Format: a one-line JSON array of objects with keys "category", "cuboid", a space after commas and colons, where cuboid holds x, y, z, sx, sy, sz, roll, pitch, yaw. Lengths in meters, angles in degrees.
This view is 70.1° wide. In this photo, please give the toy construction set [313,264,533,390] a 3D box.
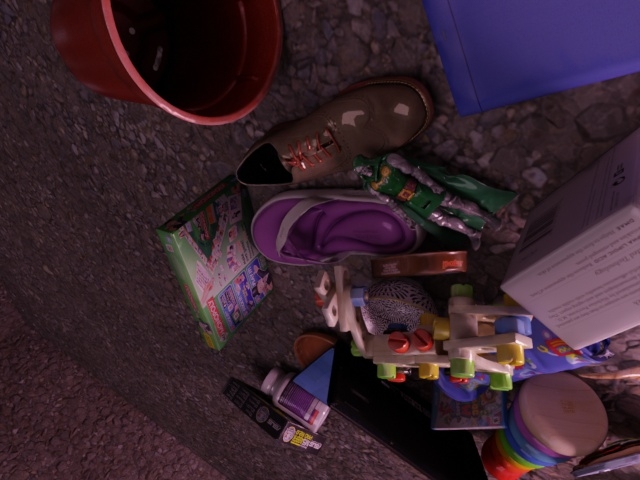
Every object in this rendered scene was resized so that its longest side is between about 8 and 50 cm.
[{"category": "toy construction set", "cuboid": [0.141, 0.137, 0.669, 0.327, 0.151, 0.215, 8, 162, 33]}]

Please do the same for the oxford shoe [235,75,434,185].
[{"category": "oxford shoe", "cuboid": [0.007, -0.142, 0.701, 0.348, 0.130, 0.123, -13, 115, 44]}]

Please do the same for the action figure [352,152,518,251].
[{"category": "action figure", "cuboid": [0.148, -0.064, 0.666, 0.232, 0.063, 0.137, 25, 129, -9]}]

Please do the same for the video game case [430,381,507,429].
[{"category": "video game case", "cuboid": [0.285, 0.303, 0.885, 0.015, 0.119, 0.166, 29, 145, -25]}]

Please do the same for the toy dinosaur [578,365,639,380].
[{"category": "toy dinosaur", "cuboid": [0.461, 0.185, 0.624, 0.211, 0.064, 0.112, 26, 107, -33]}]

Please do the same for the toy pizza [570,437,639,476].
[{"category": "toy pizza", "cuboid": [0.500, 0.340, 0.733, 0.201, 0.032, 0.201, -9, 146, -6]}]

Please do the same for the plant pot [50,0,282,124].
[{"category": "plant pot", "cuboid": [-0.243, -0.312, 0.672, 0.265, 0.272, 0.273, 14, 133, 40]}]

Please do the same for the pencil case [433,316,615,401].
[{"category": "pencil case", "cuboid": [0.316, 0.175, 0.746, 0.133, 0.119, 0.306, 33, 140, -8]}]

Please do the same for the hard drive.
[{"category": "hard drive", "cuboid": [0.266, -0.265, 0.459, 0.318, 0.040, 0.210, -5, 121, 41]}]

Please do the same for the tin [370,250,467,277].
[{"category": "tin", "cuboid": [0.156, 0.041, 0.744, 0.189, 0.106, 0.040, 165, 107, -65]}]

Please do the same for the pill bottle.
[{"category": "pill bottle", "cuboid": [-0.068, 0.441, 1.286, 0.193, 0.108, 0.108, 29, 138, 15]}]

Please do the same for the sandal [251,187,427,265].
[{"category": "sandal", "cuboid": [-0.008, -0.013, 0.848, 0.416, 0.102, 0.169, -10, 118, 43]}]

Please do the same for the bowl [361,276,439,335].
[{"category": "bowl", "cuboid": [0.147, 0.119, 0.843, 0.170, 0.080, 0.170, 14, 148, 9]}]

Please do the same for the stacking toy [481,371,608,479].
[{"category": "stacking toy", "cuboid": [0.395, 0.376, 0.864, 0.141, 0.141, 0.330, 26, 144, 19]}]

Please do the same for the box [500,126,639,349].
[{"category": "box", "cuboid": [0.333, -0.001, 0.529, 0.119, 0.181, 0.182, 40, 139, 2]}]

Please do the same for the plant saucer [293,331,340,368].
[{"category": "plant saucer", "cuboid": [0.025, 0.300, 1.146, 0.199, 0.037, 0.200, 21, 135, 22]}]

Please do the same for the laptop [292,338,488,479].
[{"category": "laptop", "cuboid": [0.123, 0.431, 1.000, 0.382, 0.408, 0.236, 36, 102, -2]}]

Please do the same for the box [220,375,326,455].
[{"category": "box", "cuboid": [-0.140, 0.516, 1.345, 0.270, 0.060, 0.216, 20, 162, 41]}]

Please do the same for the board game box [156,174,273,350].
[{"category": "board game box", "cuboid": [-0.206, 0.050, 0.975, 0.046, 0.213, 0.317, 14, 132, 29]}]
